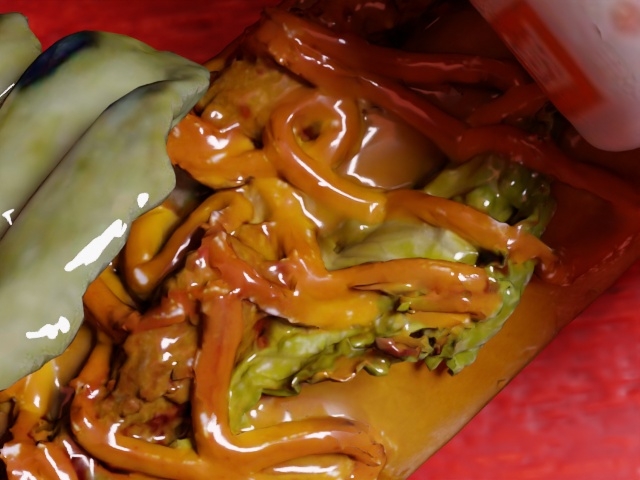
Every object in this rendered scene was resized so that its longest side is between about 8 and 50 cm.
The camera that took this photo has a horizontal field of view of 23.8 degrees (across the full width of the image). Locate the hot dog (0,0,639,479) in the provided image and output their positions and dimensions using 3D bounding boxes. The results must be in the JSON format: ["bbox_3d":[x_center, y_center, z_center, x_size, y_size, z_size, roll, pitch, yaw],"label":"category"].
[{"bbox_3d":[0.000,0.000,0.499,0.349,0.117,0.158,-40,77,1],"label":"hot dog"}]

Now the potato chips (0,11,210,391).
[{"bbox_3d":[-0.236,0.003,0.529,0.389,0.097,0.373,-40,51,4],"label":"potato chips"}]

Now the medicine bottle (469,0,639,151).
[{"bbox_3d":[0.098,-0.099,0.389,0.144,0.144,0.252,-43,92,1],"label":"medicine bottle"}]
